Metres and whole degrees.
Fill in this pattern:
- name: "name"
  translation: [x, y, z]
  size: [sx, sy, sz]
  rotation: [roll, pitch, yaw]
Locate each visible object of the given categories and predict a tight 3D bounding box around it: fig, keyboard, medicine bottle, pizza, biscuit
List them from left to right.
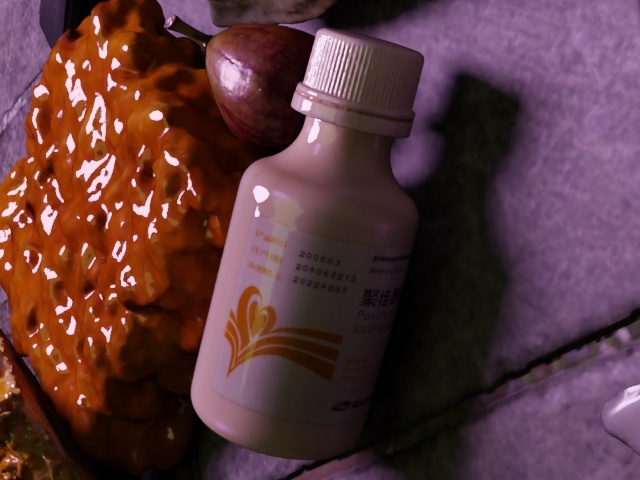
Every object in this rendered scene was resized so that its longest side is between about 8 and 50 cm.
- name: "pizza"
  translation: [-0.242, 0.175, 0.924]
  size: [0.335, 0.086, 0.226]
  rotation: [50, 168, 29]
- name: "keyboard"
  translation: [-0.229, -0.291, 1.026]
  size: [0.101, 0.018, 0.309]
  rotation: [62, 149, 36]
- name: "biscuit"
  translation: [-0.157, -0.012, 0.901]
  size: [0.312, 0.111, 0.318]
  rotation: [-59, 44, 33]
- name: "fig"
  translation: [-0.047, -0.116, 0.765]
  size: [0.125, 0.089, 0.089]
  rotation: [40, 121, 19]
- name: "medicine bottle"
  translation: [0.000, 0.000, 0.692]
  size: [0.114, 0.114, 0.252]
  rotation: [29, 109, 50]

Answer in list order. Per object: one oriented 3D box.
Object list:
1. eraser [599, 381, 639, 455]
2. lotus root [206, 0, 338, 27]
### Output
- name: "eraser"
  translation: [0.253, 0.117, 0.354]
  size: [0.352, 0.111, 0.077]
  rotation: [38, 116, 47]
- name: "lotus root"
  translation: [-0.038, -0.297, 0.766]
  size: [0.210, 0.142, 0.314]
  rotation: [-7, 74, 17]
